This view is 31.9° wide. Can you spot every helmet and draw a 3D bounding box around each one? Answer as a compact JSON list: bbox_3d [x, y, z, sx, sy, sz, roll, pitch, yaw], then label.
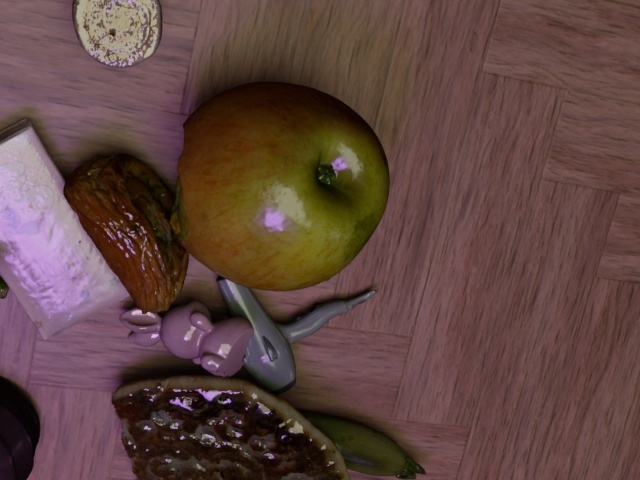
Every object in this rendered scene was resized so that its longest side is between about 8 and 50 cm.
[{"bbox_3d":[-0.605,0.358,1.812,0.305,0.177,0.225,-18,113,-10],"label":"helmet"}]

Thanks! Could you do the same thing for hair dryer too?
[{"bbox_3d":[-0.062,0.106,1.947,0.267,0.092,0.229,-47,107,-12],"label":"hair dryer"}]

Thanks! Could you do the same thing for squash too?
[{"bbox_3d":[0.049,0.374,2.042,0.341,0.094,0.094,18,102,-17],"label":"squash"}]

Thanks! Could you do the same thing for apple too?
[{"bbox_3d":[-0.064,-0.085,1.731,0.339,0.339,0.339,-5,108,-14],"label":"apple"}]

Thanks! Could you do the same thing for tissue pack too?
[{"bbox_3d":[-0.454,-0.014,1.788,0.170,0.071,0.325,-30,113,-5],"label":"tissue pack"}]

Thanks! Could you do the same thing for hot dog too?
[{"bbox_3d":[-0.291,-0.009,1.783,0.122,0.196,0.272,-22,113,18],"label":"hot dog"}]

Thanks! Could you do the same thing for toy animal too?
[{"bbox_3d":[-0.224,0.145,1.873,0.212,0.124,0.124,23,102,14],"label":"toy animal"}]

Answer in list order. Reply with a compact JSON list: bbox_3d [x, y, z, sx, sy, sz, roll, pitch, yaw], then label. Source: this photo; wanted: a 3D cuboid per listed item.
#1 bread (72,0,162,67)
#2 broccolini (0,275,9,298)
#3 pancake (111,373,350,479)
[{"bbox_3d":[-0.307,-0.341,1.688,0.134,0.141,0.148,4,105,-13],"label":"bread"},{"bbox_3d":[-0.543,0.002,1.708,0.058,0.216,0.067,-57,157,19],"label":"broccolini"},{"bbox_3d":[-0.153,0.360,1.950,0.426,0.067,0.305,8,123,-5],"label":"pancake"}]
